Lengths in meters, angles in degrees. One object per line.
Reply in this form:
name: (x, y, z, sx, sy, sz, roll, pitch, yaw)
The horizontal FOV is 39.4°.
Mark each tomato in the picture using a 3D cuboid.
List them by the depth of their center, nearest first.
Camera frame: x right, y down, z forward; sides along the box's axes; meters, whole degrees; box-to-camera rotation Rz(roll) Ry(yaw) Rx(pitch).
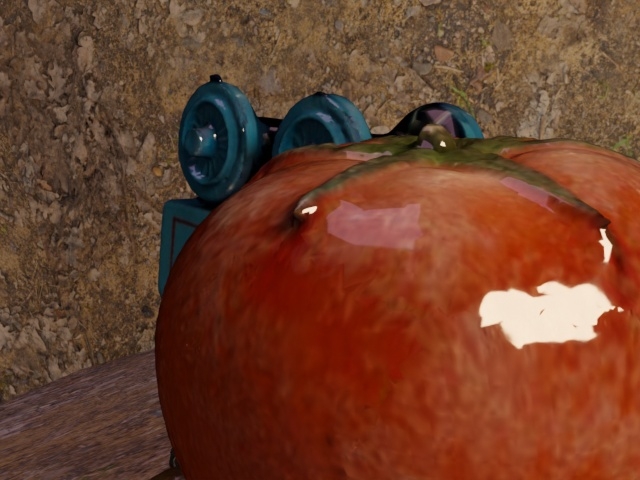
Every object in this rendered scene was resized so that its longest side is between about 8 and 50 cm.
tomato: (0.055, 0.068, 0.430, 0.264, 0.265, 0.265, -18, 0, 0)

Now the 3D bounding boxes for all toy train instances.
toy train: (0.000, 0.000, 0.777, 0.188, 0.265, 0.300, -3, 14, -42)

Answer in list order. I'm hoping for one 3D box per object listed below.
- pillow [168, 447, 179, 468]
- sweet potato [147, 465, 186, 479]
pillow: (-0.071, 0.180, 0.891, 0.161, 0.093, 0.335, -24, 2, -10)
sweet potato: (-0.114, 0.212, 0.709, 0.273, 0.067, 0.067, -23, -2, 30)
